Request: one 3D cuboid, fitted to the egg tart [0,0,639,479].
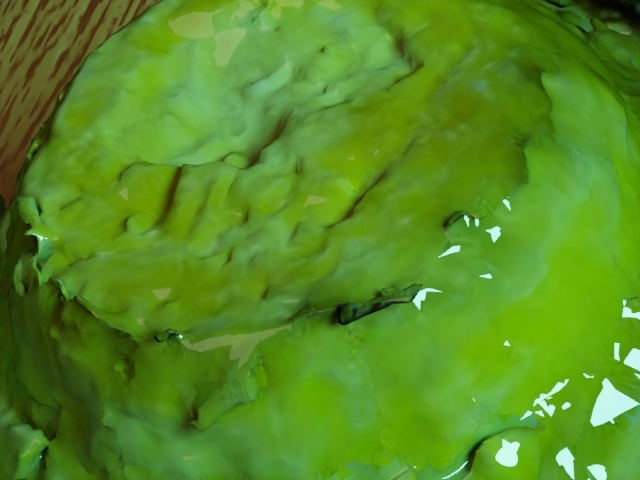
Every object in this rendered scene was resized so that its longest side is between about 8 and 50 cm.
[{"bbox_3d":[0.000,0.000,0.551,0.294,0.116,0.295,-14,45,14],"label":"egg tart"}]

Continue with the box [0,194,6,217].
[{"bbox_3d":[-0.152,0.045,0.611,0.045,0.211,0.270,-26,52,10],"label":"box"}]
